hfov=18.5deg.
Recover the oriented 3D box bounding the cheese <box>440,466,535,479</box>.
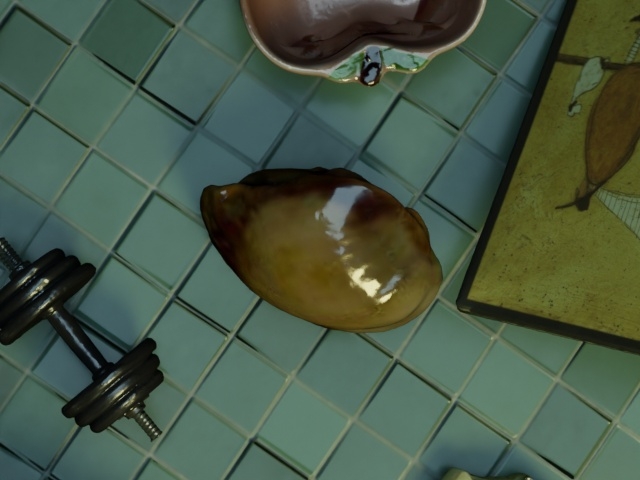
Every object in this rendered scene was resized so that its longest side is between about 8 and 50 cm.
[{"bbox_3d":[0.100,0.296,1.650,0.127,0.050,0.255,42,86,-1],"label":"cheese"}]

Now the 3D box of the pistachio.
[{"bbox_3d":[0.000,0.000,1.623,0.210,0.130,0.165,19,127,-3],"label":"pistachio"}]

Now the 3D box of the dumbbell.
[{"bbox_3d":[-0.200,0.082,1.617,0.099,0.099,0.208,-40,90,-4],"label":"dumbbell"}]

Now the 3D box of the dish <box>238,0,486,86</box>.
[{"bbox_3d":[0.030,-0.220,1.645,0.213,0.090,0.213,0,86,-3],"label":"dish"}]

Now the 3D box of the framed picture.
[{"bbox_3d":[0.279,-0.066,1.590,0.255,0.014,0.339,14,69,24],"label":"framed picture"}]
